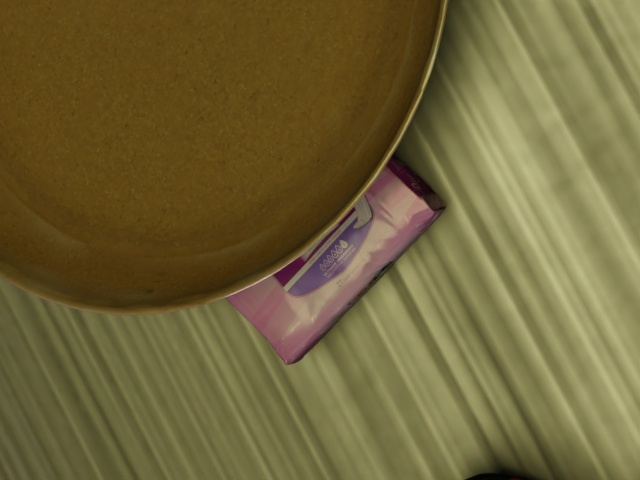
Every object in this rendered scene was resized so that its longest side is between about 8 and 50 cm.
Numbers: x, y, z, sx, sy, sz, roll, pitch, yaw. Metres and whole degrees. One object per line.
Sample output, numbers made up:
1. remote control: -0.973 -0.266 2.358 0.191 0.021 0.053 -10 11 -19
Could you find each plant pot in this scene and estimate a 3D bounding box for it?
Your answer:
1. plant pot: -0.061 -0.092 0.463 0.236 0.032 0.236 0 89 23

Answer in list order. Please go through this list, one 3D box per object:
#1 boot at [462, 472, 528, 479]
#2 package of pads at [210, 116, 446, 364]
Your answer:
1. boot: 0.012 0.159 0.459 0.236 0.085 0.179 19 99 7
2. package of pads: 0.000 0.000 0.471 0.050 0.032 0.083 45 106 8
